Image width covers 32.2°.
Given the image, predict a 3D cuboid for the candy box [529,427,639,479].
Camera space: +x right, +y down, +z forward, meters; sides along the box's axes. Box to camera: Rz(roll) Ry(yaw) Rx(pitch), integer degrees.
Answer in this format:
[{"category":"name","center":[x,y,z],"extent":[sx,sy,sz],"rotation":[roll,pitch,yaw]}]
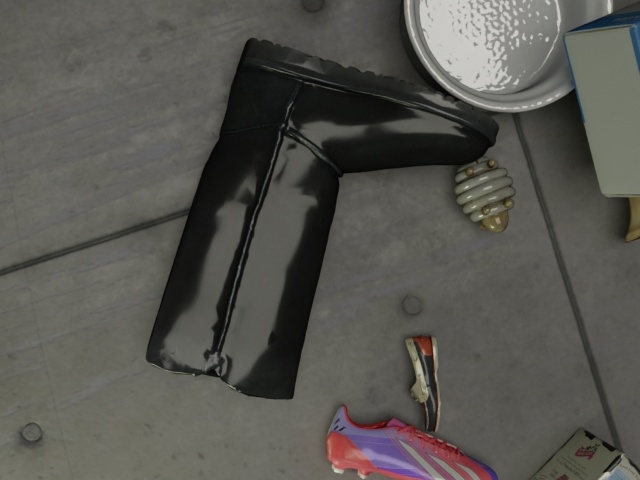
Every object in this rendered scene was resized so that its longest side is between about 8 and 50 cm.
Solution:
[{"category":"candy box","center":[0.327,0.377,1.518],"extent":[0.071,0.159,0.233],"rotation":[45,88,-8]}]

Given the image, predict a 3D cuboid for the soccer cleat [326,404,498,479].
[{"category":"soccer cleat","center":[0.130,0.294,1.535],"extent":[0.248,0.083,0.095],"rotation":[11,86,-4]}]

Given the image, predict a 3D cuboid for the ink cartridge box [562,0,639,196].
[{"category":"ink cartridge box","center":[0.487,-0.212,1.438],"extent":[0.307,0.129,0.223],"rotation":[-25,105,-28]}]

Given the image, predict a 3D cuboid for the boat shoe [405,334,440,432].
[{"category":"boat shoe","center":[0.144,0.200,1.546],"extent":[0.043,0.049,0.137],"rotation":[-4,90,-3]}]

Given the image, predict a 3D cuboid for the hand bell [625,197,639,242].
[{"category":"hand bell","center":[0.442,-0.131,1.550],"extent":[0.126,0.126,0.242],"rotation":[-20,83,-5]}]

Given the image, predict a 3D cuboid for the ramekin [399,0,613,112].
[{"category":"ramekin","center":[0.237,-0.307,1.493],"extent":[0.277,0.135,0.277],"rotation":[0,92,-7]}]

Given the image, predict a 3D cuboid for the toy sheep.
[{"category":"toy sheep","center":[0.225,-0.073,1.525],"extent":[0.091,0.091,0.132],"rotation":[-17,85,-5]}]

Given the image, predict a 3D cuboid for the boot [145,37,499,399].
[{"category":"boot","center":[-0.002,-0.001,1.461],"extent":[0.367,0.146,0.445],"rotation":[17,85,8]}]
